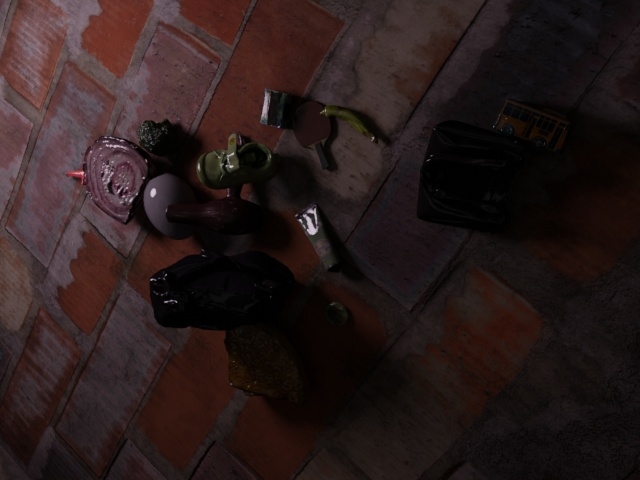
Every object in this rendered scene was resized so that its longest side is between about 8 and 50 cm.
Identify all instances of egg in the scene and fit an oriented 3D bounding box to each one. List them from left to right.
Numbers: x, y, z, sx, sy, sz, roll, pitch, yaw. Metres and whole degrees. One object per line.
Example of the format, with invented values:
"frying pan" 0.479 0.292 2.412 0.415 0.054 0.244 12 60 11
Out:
"egg" -0.512 -0.113 1.926 0.176 0.176 0.231 -20 99 27

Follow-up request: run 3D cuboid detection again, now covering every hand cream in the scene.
"hand cream" 0.000 0.000 1.767 0.086 0.055 0.235 -33 76 24

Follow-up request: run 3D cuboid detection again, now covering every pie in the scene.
"pie" 0.054 0.239 1.797 0.085 0.017 0.085 5 101 25

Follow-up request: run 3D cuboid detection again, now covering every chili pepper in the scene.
"chili pepper" 0.094 -0.360 1.663 0.208 0.049 0.043 30 154 16

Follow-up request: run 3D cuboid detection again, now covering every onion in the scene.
"onion" -0.714 -0.248 2.012 0.280 0.146 0.314 39 120 11

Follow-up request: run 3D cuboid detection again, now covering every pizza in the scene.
"pizza" -0.196 0.414 1.895 0.409 0.114 0.277 42 113 15

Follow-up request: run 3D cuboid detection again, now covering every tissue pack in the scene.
"tissue pack" -0.142 -0.414 1.747 0.085 0.079 0.111 19 106 21

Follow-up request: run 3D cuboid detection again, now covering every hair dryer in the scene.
"hair dryer" -0.330 -0.193 1.834 0.313 0.123 0.340 7 86 -5

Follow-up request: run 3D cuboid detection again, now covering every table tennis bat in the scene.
"table tennis bat" -0.015 -0.329 1.734 0.130 0.019 0.220 -20 88 27

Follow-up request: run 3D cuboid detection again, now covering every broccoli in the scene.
"broccoli" -0.565 -0.355 1.935 0.146 0.138 0.162 25 144 -5

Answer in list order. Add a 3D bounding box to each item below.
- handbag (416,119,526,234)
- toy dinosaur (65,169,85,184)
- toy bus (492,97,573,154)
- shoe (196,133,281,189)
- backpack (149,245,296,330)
"handbag" 0.397 -0.161 1.483 0.257 0.113 0.285 17 120 19
"toy dinosaur" -0.874 -0.275 2.145 0.286 0.070 0.139 20 97 25
"toy bus" 0.550 -0.292 1.425 0.182 0.091 0.103 29 111 21
"shoe" -0.259 -0.251 1.759 0.128 0.262 0.140 112 151 -60
"backpack" -0.303 0.154 1.786 0.446 0.363 0.254 5 104 10
